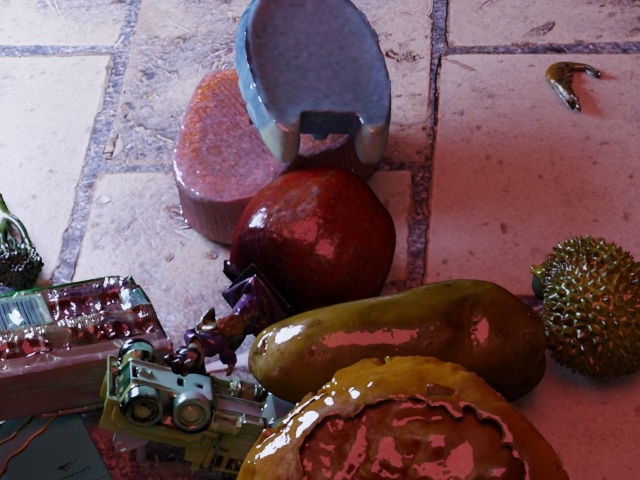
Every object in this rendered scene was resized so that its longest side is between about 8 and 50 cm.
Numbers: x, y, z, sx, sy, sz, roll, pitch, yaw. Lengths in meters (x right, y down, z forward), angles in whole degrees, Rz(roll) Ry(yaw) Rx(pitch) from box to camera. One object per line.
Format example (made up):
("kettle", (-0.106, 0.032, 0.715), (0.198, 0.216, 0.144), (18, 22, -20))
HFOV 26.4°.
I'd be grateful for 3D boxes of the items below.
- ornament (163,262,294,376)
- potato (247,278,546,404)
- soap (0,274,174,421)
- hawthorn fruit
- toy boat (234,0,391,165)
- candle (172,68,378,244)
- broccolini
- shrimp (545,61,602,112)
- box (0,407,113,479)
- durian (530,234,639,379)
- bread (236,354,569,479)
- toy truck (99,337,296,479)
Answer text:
("ornament", (-0.118, 0.121, 1.663), (0.081, 0.088, 0.203), (44, 36, -2))
("potato", (0.098, 0.131, 1.649), (0.369, 0.176, 0.195), (-3, 22, -14))
("soap", (-0.340, 0.132, 1.747), (0.273, 0.098, 0.218), (-9, 46, -23))
("hawthorn fruit", (0.000, 0.000, 1.804), (0.215, 0.215, 0.250), (16, 50, 19))
("toy boat", (-0.017, -0.221, 1.899), (0.215, 0.123, 0.330), (-3, 53, -17))
("candle", (-0.084, -0.156, 1.984), (0.317, 0.131, 0.287), (-27, 50, -17))
("broccolini", (-0.450, 0.003, 1.960), (0.091, 0.068, 0.203), (-7, 33, -15))
("shrimp", (0.390, -0.237, 2.055), (0.083, 0.023, 0.114), (-13, 46, -7))
("box", (-0.340, 0.310, 1.683), (0.162, 0.041, 0.229), (-25, 51, -15))
("durian", (0.353, 0.078, 1.718), (0.159, 0.146, 0.198), (-5, 54, 1))
("bread", (0.099, 0.309, 1.453), (0.337, 0.204, 0.358), (-42, 63, -1))
("toy truck", (-0.141, 0.223, 1.664), (0.259, 0.135, 0.128), (10, 24, -14))
